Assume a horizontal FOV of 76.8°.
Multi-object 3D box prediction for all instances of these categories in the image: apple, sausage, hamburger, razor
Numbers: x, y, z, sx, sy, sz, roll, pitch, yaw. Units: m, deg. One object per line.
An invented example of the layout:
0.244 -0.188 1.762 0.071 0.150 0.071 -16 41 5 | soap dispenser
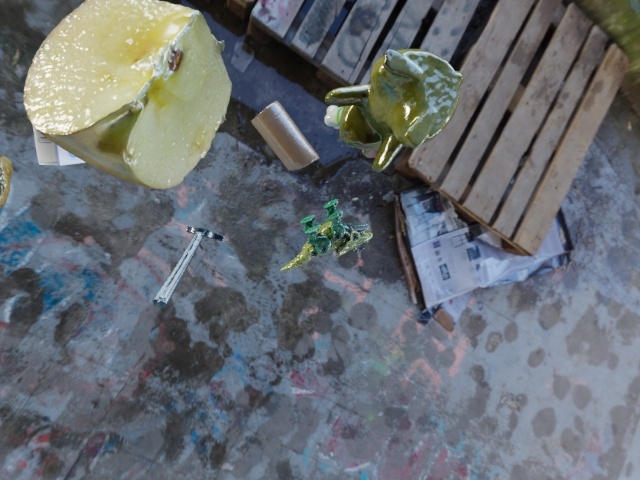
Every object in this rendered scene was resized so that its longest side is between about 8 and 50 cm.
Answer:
-0.317 -0.253 0.706 0.314 0.252 0.309 34 72 -31 | apple
-0.123 -0.360 1.446 0.123 0.123 0.252 -42 107 -13 | sausage
-1.190 -0.233 1.474 0.131 0.262 0.124 -42 143 8 | hamburger
-0.205 0.029 0.613 0.066 0.190 0.033 16 125 -3 | razor

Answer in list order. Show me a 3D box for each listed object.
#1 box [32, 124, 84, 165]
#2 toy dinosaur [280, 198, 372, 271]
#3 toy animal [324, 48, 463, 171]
-0.688 -0.332 1.186 0.065 0.343 0.200 2 104 4 | box
0.000 0.000 1.032 0.259 0.094 0.153 -24 125 2 | toy dinosaur
0.108 -0.243 0.832 0.180 0.363 0.181 -37 102 -31 | toy animal
